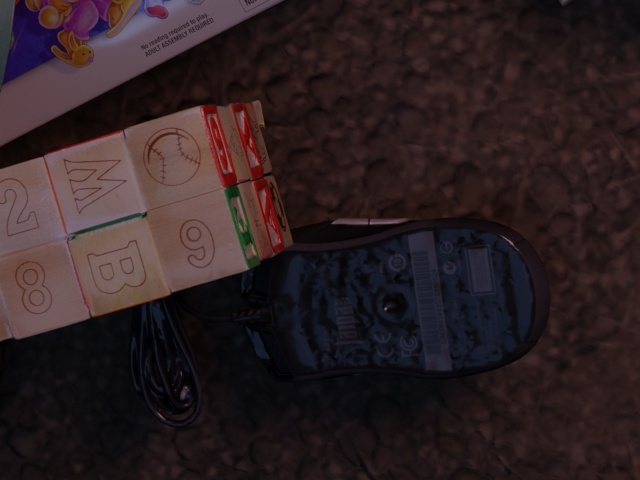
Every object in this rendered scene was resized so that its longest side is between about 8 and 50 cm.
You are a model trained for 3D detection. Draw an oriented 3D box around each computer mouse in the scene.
[{"bbox_3d":[0.000,0.000,1.183,0.262,0.060,0.184,-11,99,15],"label":"computer mouse"}]

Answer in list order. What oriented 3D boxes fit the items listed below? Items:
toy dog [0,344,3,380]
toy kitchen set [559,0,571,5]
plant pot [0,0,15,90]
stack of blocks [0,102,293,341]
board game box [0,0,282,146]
[{"bbox_3d":[-0.297,0.189,1.231,0.220,0.161,0.334,-5,108,11],"label":"toy dog"},{"bbox_3d":[0.164,-0.142,1.089,0.075,0.083,0.068,-32,101,17],"label":"toy kitchen set"},{"bbox_3d":[-0.260,-0.134,0.990,0.196,0.293,0.293,4,111,-20],"label":"plant pot"},{"bbox_3d":[-0.176,0.008,1.084,0.297,0.171,0.087,-16,93,7],"label":"stack of blocks"},{"bbox_3d":[-0.161,-0.197,1.123,0.347,0.078,0.233,-26,103,16],"label":"board game box"}]
